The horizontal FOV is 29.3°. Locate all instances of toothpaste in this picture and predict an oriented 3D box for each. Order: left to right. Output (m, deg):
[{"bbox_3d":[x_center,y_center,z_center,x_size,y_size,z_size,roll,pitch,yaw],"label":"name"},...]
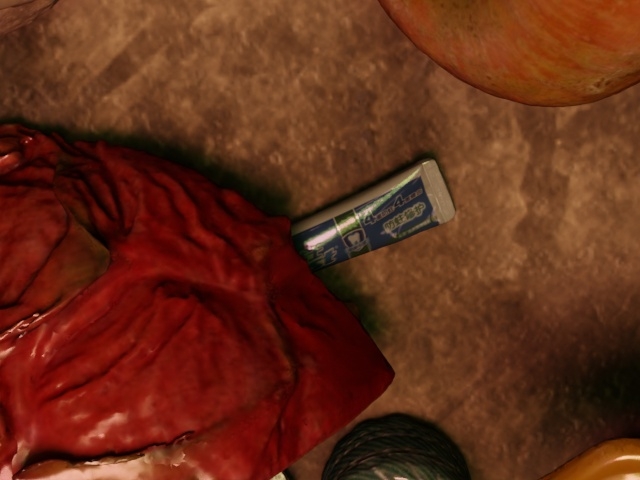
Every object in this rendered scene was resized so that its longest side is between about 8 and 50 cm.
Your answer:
[{"bbox_3d":[0.000,0.000,0.875,0.197,0.035,0.057,-23,122,4],"label":"toothpaste"}]

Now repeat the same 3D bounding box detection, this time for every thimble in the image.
[{"bbox_3d":[0.059,0.208,0.910,0.118,0.090,0.135,-9,109,4],"label":"thimble"}]

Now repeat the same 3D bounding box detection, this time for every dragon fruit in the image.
[{"bbox_3d":[-0.174,0.074,0.818,0.330,0.302,0.240,48,136,12],"label":"dragon fruit"}]

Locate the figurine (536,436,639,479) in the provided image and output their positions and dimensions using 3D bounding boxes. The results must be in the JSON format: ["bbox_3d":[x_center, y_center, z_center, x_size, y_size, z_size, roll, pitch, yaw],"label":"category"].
[{"bbox_3d":[0.371,0.180,0.818,0.401,0.268,0.387,42,116,-1],"label":"figurine"}]

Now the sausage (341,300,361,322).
[{"bbox_3d":[-0.007,0.102,0.902,0.041,0.039,0.131,26,104,-1],"label":"sausage"}]

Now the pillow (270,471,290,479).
[{"bbox_3d":[-0.127,0.234,0.940,0.130,0.038,0.233,39,102,-13],"label":"pillow"}]

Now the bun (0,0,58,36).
[{"bbox_3d":[-0.252,-0.239,0.708,0.281,0.205,0.282,0,108,1],"label":"bun"}]

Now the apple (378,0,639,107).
[{"bbox_3d":[0.145,-0.241,0.688,0.250,0.277,0.309,-33,129,-32],"label":"apple"}]
